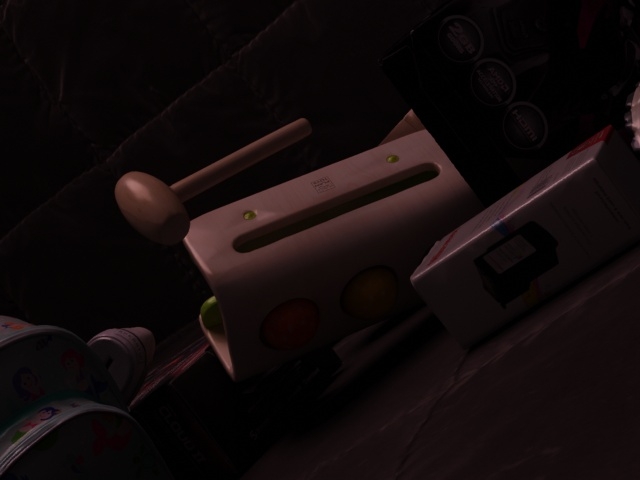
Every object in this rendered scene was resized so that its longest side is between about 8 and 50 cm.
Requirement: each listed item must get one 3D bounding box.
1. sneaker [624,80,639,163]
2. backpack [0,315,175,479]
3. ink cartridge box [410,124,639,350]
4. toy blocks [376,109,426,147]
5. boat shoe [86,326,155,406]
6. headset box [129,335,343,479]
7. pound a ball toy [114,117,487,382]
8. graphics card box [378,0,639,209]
[{"bbox_3d":[0.285,-0.093,0.884,0.122,0.110,0.283,-29,7,42],"label":"sneaker"},{"bbox_3d":[-0.241,0.193,1.152,0.225,0.253,0.191,-37,23,-29],"label":"backpack"},{"bbox_3d":[0.170,-0.003,1.127,0.175,0.072,0.127,-35,4,23],"label":"ink cartridge box"},{"bbox_3d":[0.119,-0.073,1.961,0.261,0.191,0.381,-48,-8,-7],"label":"toy blocks"},{"bbox_3d":[-0.220,0.171,1.312,0.226,0.083,0.076,-47,-10,18],"label":"boat shoe"},{"bbox_3d":[-0.130,0.176,1.438,0.293,0.110,0.218,-35,4,37],"label":"headset box"},{"bbox_3d":[0.000,0.000,1.277,0.319,0.136,0.208,-22,-45,-16],"label":"pound a ball toy"},{"bbox_3d":[0.261,-0.180,1.298,0.371,0.233,0.094,-37,3,-20],"label":"graphics card box"}]
